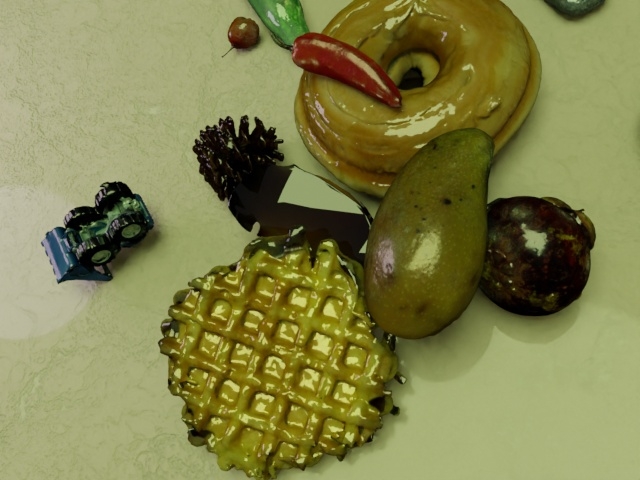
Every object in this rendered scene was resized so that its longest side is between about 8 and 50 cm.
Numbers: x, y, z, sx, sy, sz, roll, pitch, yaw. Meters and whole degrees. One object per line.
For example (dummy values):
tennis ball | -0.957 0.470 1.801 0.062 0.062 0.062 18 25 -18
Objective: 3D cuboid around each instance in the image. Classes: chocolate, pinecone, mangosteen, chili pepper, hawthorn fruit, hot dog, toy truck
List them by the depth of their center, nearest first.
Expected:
mangosteen | 0.343 0.014 1.062 0.217 0.192 0.192 -23 58 -30
chili pepper | 0.028 -0.292 1.115 0.272 0.071 0.063 30 42 20
hot dog | 0.002 -0.006 1.199 0.194 0.107 0.326 -45 76 11
pinecone | -0.149 -0.164 1.284 0.165 0.163 0.163 -30 62 -16
toy truck | -0.423 -0.006 1.308 0.208 0.126 0.113 -35 63 4
chocolate | -0.096 -0.507 1.445 0.110 0.110 0.291 -30 65 2
hawthorn fruit | -0.176 -0.431 1.456 0.067 0.067 0.103 31 91 25

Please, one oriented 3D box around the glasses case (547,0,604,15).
glasses case | 0.447 -0.545 1.318 0.109 0.067 0.282 -31 61 -1

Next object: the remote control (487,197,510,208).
remote control | 0.306 -0.061 1.144 0.034 0.091 0.016 6 102 27

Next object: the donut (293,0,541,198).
donut | 0.166 -0.279 1.214 0.449 0.198 0.448 -5 68 13

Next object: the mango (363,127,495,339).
mango | 0.160 -0.016 1.013 0.177 0.175 0.329 6 80 13

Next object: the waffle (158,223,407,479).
waffle | -0.070 0.189 1.104 0.382 0.095 0.379 -25 77 11
